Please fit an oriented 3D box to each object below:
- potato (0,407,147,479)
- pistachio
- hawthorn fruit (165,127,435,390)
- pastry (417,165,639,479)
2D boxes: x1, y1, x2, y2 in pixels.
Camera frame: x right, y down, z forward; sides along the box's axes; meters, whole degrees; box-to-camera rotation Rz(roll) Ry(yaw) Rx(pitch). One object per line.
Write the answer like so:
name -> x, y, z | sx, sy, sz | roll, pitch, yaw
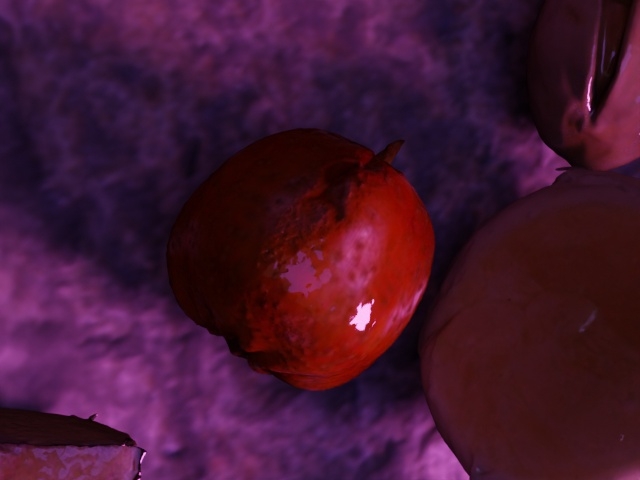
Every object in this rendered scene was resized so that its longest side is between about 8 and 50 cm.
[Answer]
potato -> -0.252, 0.180, 0.943 | 0.243, 0.098, 0.138 | 8, 93, -22
pistachio -> 0.218, -0.142, 1.059 | 0.124, 0.124, 0.185 | 20, 78, -16
hawthorn fruit -> 0.000, 0.000, 0.969 | 0.179, 0.179, 0.200 | 46, 76, -13
pastry -> 0.191, 0.079, 1.002 | 0.265, 0.133, 0.265 | -3, 81, 20
